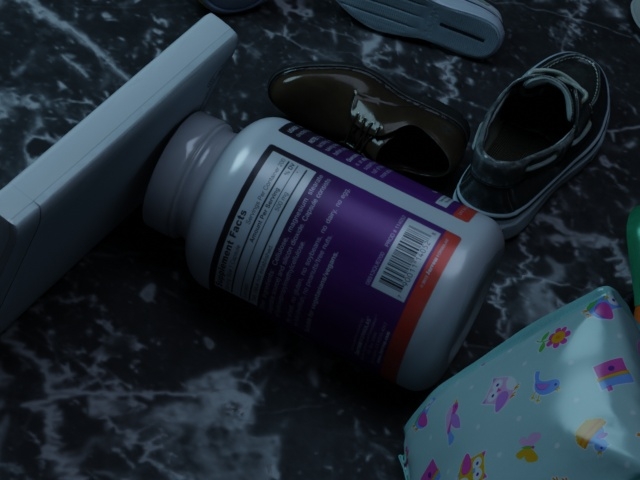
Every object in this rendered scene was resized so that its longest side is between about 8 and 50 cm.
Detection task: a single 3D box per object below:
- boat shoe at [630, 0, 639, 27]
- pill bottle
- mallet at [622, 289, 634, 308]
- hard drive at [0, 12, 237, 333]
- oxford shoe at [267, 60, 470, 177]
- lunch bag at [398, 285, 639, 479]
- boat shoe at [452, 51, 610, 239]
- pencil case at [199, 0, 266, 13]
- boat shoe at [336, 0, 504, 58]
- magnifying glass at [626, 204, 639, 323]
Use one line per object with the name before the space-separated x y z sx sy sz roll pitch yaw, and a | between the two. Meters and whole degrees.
boat shoe | 0.430 -0.260 2.228 0.046 0.038 0.125 -41 51 3
pill bottle | 0.000 0.000 1.713 0.323 0.181 0.181 26 43 11
mallet | 0.275 0.081 1.801 0.039 0.062 0.189 36 45 22
hard drive | -0.218 -0.044 1.652 0.047 0.233 0.353 37 45 4
oxford shoe | 0.048 -0.129 1.929 0.227 0.083 0.096 17 34 2
lunch bag | 0.189 0.204 1.546 0.160 0.262 0.223 40 30 -37
boat shoe | 0.249 -0.128 1.971 0.121 0.119 0.335 25 43 9
pencil case | -0.135 -0.387 2.131 0.124 0.113 0.273 -19 50 -7
boat shoe | 0.111 -0.282 2.134 0.226 0.083 0.076 27 30 -6
magnifying glass | 0.340 0.055 1.851 0.092 0.026 0.231 47 43 -32
